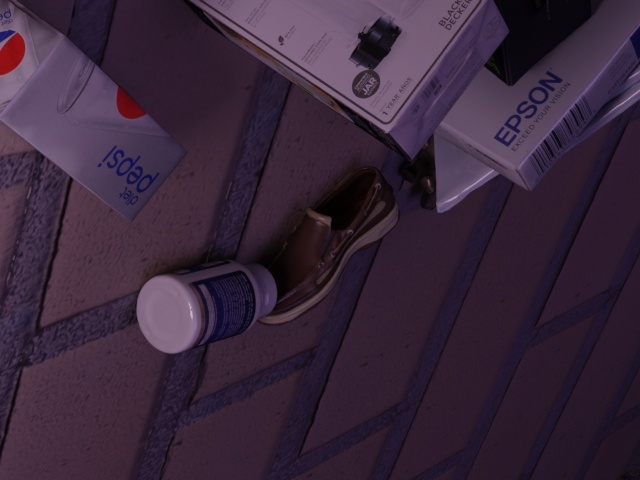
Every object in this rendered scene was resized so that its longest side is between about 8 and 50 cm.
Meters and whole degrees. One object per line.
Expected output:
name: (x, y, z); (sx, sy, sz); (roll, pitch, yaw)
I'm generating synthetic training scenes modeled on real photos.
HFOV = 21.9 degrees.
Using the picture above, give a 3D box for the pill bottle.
pill bottle: (-0.130, 0.074, 1.973); (0.169, 0.094, 0.094); (-14, 134, -52)

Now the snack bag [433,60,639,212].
snack bag: (0.263, -0.198, 1.970); (0.342, 0.323, 0.037); (-35, 119, 24)

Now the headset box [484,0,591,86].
headset box: (0.147, -0.328, 1.710); (0.131, 0.283, 0.246); (-41, 152, -13)

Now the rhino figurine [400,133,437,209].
rhino figurine: (0.166, -0.113, 2.251); (0.106, 0.073, 0.243); (-41, 153, -17)

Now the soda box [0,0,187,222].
soda box: (-0.236, -0.120, 1.567); (0.098, 0.091, 0.286); (-52, 154, -4)

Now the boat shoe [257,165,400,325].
boat shoe: (-0.006, -0.003, 2.105); (0.257, 0.095, 0.095); (-45, 140, -28)

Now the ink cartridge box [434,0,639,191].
ink cartridge box: (0.209, -0.261, 1.860); (0.324, 0.330, 0.071); (-51, 147, -6)

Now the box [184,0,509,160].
box: (0.019, -0.228, 1.627); (0.169, 0.290, 0.087); (-54, 155, -2)
